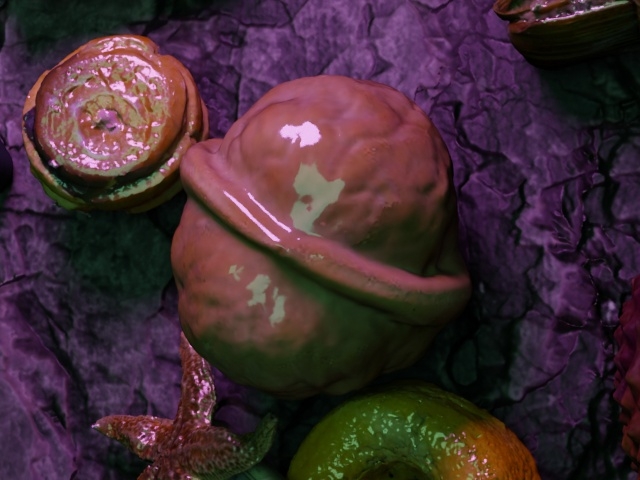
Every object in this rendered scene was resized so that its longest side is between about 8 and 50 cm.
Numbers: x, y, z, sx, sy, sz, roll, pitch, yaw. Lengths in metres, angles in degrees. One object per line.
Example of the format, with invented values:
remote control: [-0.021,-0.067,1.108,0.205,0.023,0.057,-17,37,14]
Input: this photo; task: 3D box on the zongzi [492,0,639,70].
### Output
zongzi: [0.334,-0.196,1.221,0.286,0.134,0.288,-38,83,16]

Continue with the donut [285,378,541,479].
donut: [0.078,0.247,1.261,0.253,0.118,0.253,-7,77,30]

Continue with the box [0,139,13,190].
box: [-0.428,-0.108,1.456,0.144,0.090,0.201,-39,75,10]

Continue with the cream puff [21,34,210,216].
cream puff: [-0.200,-0.104,1.367,0.189,0.129,0.189,-2,80,9]

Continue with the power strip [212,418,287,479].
power strip: [-0.068,0.246,1.277,0.268,0.034,0.092,34,107,52]

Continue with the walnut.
walnut: [0.000,0.000,1.227,0.285,0.285,0.296,31,100,17]

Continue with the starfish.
starfish: [-0.138,0.200,1.299,0.277,0.062,0.235,-36,50,30]

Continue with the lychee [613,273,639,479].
lychee: [0.371,0.121,1.082,0.306,0.306,0.330,11,94,18]
